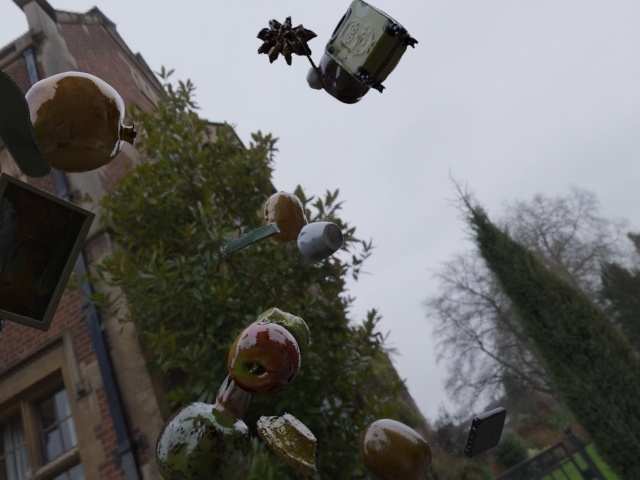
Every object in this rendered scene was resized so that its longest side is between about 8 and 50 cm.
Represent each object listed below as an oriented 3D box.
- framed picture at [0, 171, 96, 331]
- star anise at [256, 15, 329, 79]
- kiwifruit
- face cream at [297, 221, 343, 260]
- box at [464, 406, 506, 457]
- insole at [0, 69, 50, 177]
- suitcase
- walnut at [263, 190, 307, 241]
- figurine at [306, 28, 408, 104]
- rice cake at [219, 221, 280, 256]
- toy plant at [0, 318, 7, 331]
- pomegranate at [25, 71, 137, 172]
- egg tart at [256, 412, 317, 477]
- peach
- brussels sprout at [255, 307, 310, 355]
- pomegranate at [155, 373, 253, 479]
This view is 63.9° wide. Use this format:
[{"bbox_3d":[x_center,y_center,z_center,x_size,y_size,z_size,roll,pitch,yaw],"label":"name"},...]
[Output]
[{"bbox_3d":[-0.546,0.021,0.947,0.184,0.250,0.016,30,-30,-34],"label":"framed picture"},{"bbox_3d":[-0.069,-0.561,1.462,0.233,0.177,0.073,17,-21,-5],"label":"star anise"},{"bbox_3d":[0.228,0.668,1.617,0.196,0.233,0.196,-34,-48,-48],"label":"kiwifruit"},{"bbox_3d":[0.000,0.000,1.209,0.091,0.091,0.095,1,-13,-42],"label":"face cream"},{"bbox_3d":[0.445,0.514,1.382,0.125,0.027,0.126,-6,-68,-33],"label":"box"},{"bbox_3d":[-0.563,-0.206,0.945,0.080,0.003,0.232,-8,-44,-9],"label":"insole"},{"bbox_3d":[0.143,-0.555,1.473,0.143,0.235,0.194,11,-58,-50],"label":"suitcase"},{"bbox_3d":[-0.152,-0.103,2.201,0.195,0.222,0.195,-9,1,0],"label":"walnut"},{"bbox_3d":[0.142,-0.645,1.798,0.365,0.206,0.218,-50,6,-20],"label":"figurine"},{"bbox_3d":[-0.235,-0.004,1.695,0.210,0.043,0.034,-23,-11,8],"label":"rice cake"},{"bbox_3d":[-0.775,0.100,1.235,0.112,0.243,0.232,-2,-31,-32],"label":"toy plant"},{"bbox_3d":[-0.718,-0.347,1.545,0.319,0.319,0.319,-22,-31,-14],"label":"pomegranate"},{"bbox_3d":[-0.086,0.603,1.545,0.106,0.241,0.241,-49,-29,-8],"label":"egg tart"},{"bbox_3d":[-0.137,0.297,1.303,0.197,0.197,0.197,-22,-31,-14],"label":"peach"},{"bbox_3d":[-0.124,0.295,1.563,0.161,0.180,0.144,-40,12,35],"label":"brussels sprout"},{"bbox_3d":[-0.300,0.535,1.446,0.341,0.284,0.285,-62,-26,-16],"label":"pomegranate"}]
